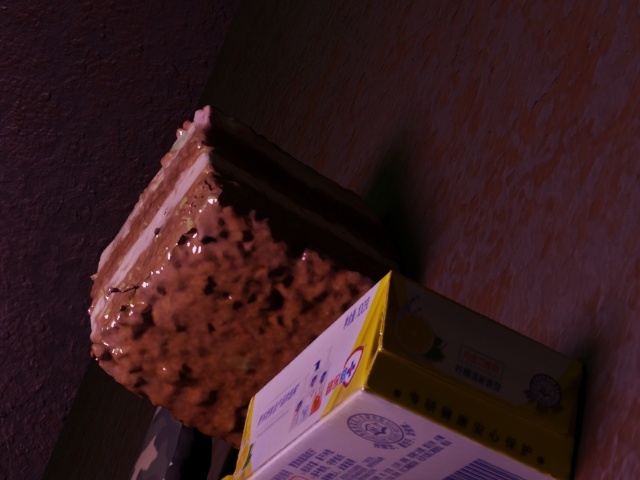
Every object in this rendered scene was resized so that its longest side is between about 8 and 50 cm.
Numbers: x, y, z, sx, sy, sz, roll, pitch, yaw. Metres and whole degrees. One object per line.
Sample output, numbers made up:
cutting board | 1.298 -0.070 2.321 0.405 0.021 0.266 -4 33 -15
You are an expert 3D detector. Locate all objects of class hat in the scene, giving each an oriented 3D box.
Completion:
hat | -0.267 0.346 1.592 0.366 0.257 0.381 96 176 -72

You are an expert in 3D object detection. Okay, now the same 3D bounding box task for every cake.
cake | -0.076 0.042 1.435 0.255 0.282 0.290 -52 18 22

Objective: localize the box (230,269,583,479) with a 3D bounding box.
box | 0.054 0.146 1.010 0.265 0.168 0.097 -49 19 53

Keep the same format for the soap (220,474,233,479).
soap | -0.126 0.415 1.362 0.204 0.096 0.324 -43 27 56
